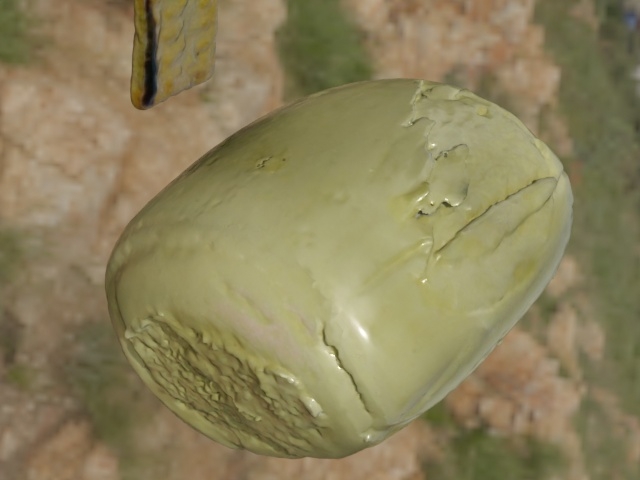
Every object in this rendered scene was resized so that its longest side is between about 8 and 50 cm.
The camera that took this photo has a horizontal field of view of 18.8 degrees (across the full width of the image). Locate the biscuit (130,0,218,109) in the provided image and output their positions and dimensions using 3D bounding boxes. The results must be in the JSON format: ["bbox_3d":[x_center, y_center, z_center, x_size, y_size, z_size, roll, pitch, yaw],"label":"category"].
[{"bbox_3d":[-0.090,-0.130,1.205,0.081,0.018,0.083,-33,135,-50],"label":"biscuit"}]

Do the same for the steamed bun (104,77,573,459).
[{"bbox_3d":[0.000,0.000,1.094,0.232,0.273,0.166,-45,108,-23],"label":"steamed bun"}]
